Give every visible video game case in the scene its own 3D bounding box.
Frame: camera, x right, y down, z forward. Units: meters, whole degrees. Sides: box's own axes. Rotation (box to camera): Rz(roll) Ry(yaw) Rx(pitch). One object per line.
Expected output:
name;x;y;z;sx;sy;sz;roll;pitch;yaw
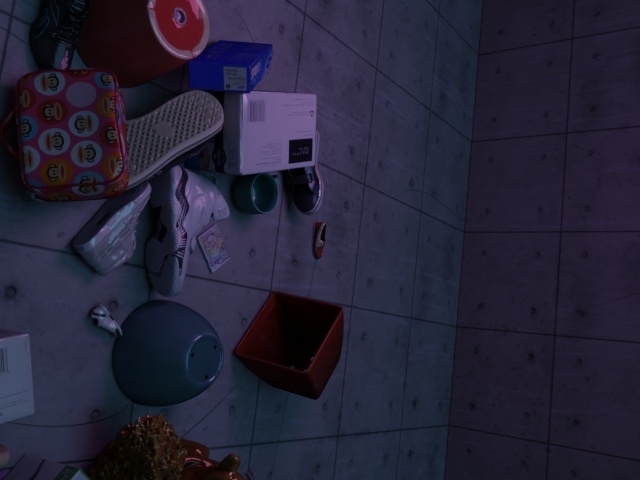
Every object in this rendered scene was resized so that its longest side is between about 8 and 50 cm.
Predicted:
video game case;-0.322;0.023;1.952;0.087;0.011;0.122;-44;125;-44

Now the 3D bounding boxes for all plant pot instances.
plant pot;-0.073;0.361;2.108;0.267;0.267;0.235;-58;145;-36
plant pot;-0.428;-0.530;1.610;0.275;0.243;0.274;1;89;-54
plant pot;-0.374;0.307;1.729;0.290;0.196;0.290;1;89;-54

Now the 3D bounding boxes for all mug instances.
mug;-0.201;-0.147;2.043;0.158;0.097;0.129;1;89;-54

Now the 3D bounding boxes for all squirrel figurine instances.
squirrel figurine;-0.351;0.600;1.580;0.397;0.371;0.281;40;58;-30

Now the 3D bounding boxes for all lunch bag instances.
lunch bag;-0.564;-0.232;1.431;0.258;0.120;0.293;-5;76;-11

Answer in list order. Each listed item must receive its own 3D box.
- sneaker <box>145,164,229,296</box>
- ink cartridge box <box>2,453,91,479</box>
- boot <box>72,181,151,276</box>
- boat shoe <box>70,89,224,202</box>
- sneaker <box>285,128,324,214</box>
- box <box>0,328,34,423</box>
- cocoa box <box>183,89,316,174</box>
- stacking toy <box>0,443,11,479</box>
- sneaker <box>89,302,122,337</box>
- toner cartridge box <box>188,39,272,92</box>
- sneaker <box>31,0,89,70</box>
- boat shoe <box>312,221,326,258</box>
sneaker;-0.360;-0.028;1.791;0.210;0.137;0.365;4;83;-51
ink cartridge box;-0.583;0.566;1.436;0.087;0.209;0.153;-56;133;-41
boot;-0.506;-0.030;1.650;0.258;0.095;0.123;-52;137;-30
boat shoe;-0.464;-0.220;1.617;0.500;0.156;0.186;-33;86;-31
sneaker;-0.071;-0.249;2.200;0.127;0.126;0.320;17;66;-57
box;-0.709;0.289;1.336;0.181;0.119;0.181;-8;97;-54
cocoa box;-0.202;-0.326;1.913;0.347;0.228;0.231;-16;112;-53
stacking toy;-0.738;0.579;1.306;0.141;0.141;0.330;20;81;-52
sneaker;-0.542;0.209;1.638;0.044;0.040;0.109;-43;121;-25
toner cartridge box;-0.242;-0.490;1.805;0.347;0.165;0.075;-76;172;-64
sneaker;-0.597;-0.512;1.498;0.101;0.106;0.267;4;89;-55
boat shoe;0.000;0.000;2.363;0.049;0.043;0.136;2;90;-56
